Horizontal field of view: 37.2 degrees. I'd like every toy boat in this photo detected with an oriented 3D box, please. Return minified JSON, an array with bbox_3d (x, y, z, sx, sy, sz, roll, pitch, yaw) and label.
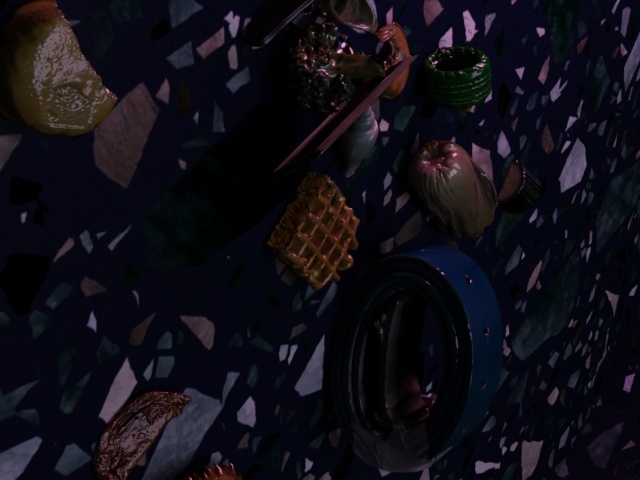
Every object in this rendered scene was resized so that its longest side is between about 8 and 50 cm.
[{"bbox_3d":[0.030,-0.388,1.502,0.089,0.071,0.185,-63,146,-11],"label":"toy boat"}]

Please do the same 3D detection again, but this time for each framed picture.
[{"bbox_3d":[0.031,-0.194,1.514,0.014,0.197,0.252,48,66,-11],"label":"framed picture"}]

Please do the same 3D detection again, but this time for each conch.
[{"bbox_3d":[0.064,-0.188,1.651,0.180,0.065,0.088,106,-9,-50],"label":"conch"}]

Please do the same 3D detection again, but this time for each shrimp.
[{"bbox_3d":[0.108,-0.319,1.678,0.187,0.052,0.132,-4,98,-62],"label":"shrimp"}]

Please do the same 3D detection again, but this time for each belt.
[{"bbox_3d":[0.182,0.228,1.819,0.173,0.300,0.436,-16,119,-50],"label":"belt"}]

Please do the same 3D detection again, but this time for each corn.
[{"bbox_3d":[0.273,-0.098,1.944,0.123,0.122,0.305,-62,147,-10],"label":"corn"}]

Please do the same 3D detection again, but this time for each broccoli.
[{"bbox_3d":[0.025,-0.268,1.479,0.167,0.160,0.154,20,66,-65],"label":"broccoli"}]

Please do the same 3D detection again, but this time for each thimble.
[{"bbox_3d":[0.259,-0.312,1.815,0.118,0.130,0.090,-31,132,-18],"label":"thimble"}]

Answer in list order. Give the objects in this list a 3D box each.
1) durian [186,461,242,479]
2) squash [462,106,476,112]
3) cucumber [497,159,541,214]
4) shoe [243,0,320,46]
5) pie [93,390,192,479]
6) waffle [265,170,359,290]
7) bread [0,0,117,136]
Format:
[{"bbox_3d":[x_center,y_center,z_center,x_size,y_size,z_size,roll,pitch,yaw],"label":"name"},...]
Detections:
[{"bbox_3d":[-0.241,0.468,1.529,0.341,0.112,0.191,-45,130,-45],"label":"durian"},{"bbox_3d":[0.319,-0.310,1.987,0.027,0.027,0.083,2,104,-55],"label":"squash"},{"bbox_3d":[0.481,-0.122,2.282,0.115,0.062,0.116,29,81,-52],"label":"cucumber"},{"bbox_3d":[-0.053,-0.332,1.427,0.159,0.062,0.053,-47,144,-22],"label":"shoe"},{"bbox_3d":[-0.281,0.287,1.442,0.191,0.033,0.088,-50,126,-25],"label":"pie"},{"bbox_3d":[0.000,0.000,1.672,0.160,0.055,0.211,-60,146,-16],"label":"waffle"},{"bbox_3d":[-0.319,-0.188,1.106,0.125,0.086,0.156,-41,134,-21],"label":"bread"}]
